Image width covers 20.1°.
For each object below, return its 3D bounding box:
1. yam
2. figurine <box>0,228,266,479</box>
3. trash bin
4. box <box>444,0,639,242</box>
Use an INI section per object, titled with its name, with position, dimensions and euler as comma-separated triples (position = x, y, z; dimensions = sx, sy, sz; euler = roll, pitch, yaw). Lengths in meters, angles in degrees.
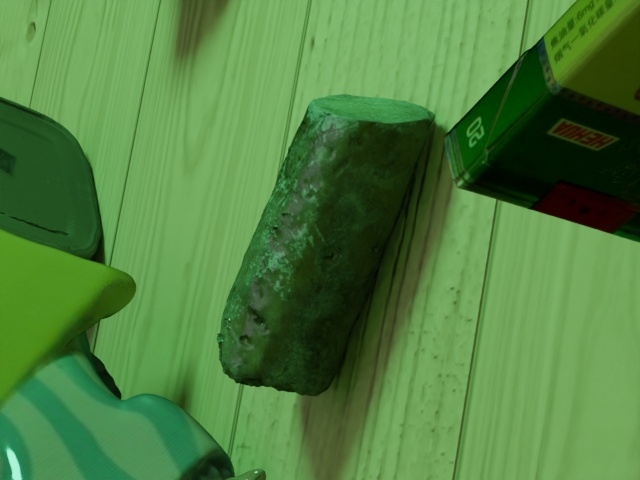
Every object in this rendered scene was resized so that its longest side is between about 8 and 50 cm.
[yam]
position = 0.000, 0.000, 1.011
dimensions = 0.078, 0.078, 0.179
euler = 46, 118, 57
[figurine]
position = -0.202, 0.216, 1.212
dimensions = 0.361, 0.266, 0.378
euler = 34, 143, 34
[trash bin]
position = -0.314, 0.018, 1.427
dimensions = 0.250, 0.219, 0.220
euler = -48, 40, 29
[box]
position = 0.167, -0.083, 0.697
dimensions = 0.235, 0.132, 0.034
euler = -48, 39, 41
